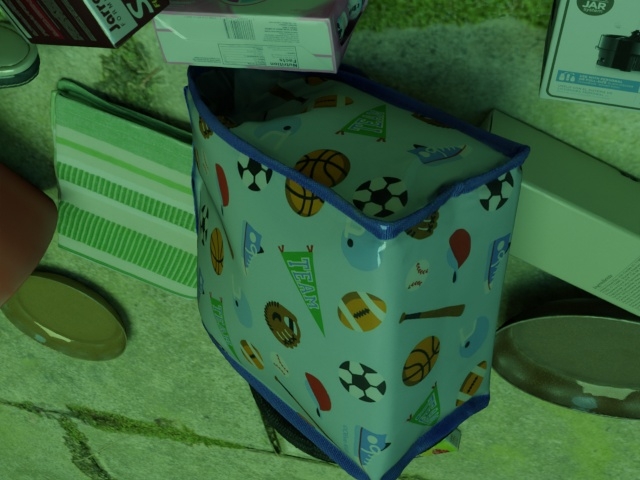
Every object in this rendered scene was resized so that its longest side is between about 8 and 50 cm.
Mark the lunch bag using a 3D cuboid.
[{"bbox_3d":[0.000,0.000,0.902,0.385,0.239,0.327,29,132,38],"label":"lunch bag"}]

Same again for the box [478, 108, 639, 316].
[{"bbox_3d":[0.275,-0.025,0.931,0.275,0.094,0.113,26,140,-8],"label":"box"}]

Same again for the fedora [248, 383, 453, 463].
[{"bbox_3d":[0.071,0.142,1.126,0.334,0.334,0.152,-4,166,27],"label":"fedora"}]

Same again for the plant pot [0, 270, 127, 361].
[{"bbox_3d":[-0.434,0.125,1.454,0.236,0.032,0.236,12,141,10],"label":"plant pot"}]

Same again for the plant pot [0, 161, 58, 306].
[{"bbox_3d":[-0.527,-0.036,1.105,0.275,0.275,0.243,-11,135,32],"label":"plant pot"}]

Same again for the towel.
[{"bbox_3d":[-0.247,-0.050,1.155,0.248,0.038,0.324,23,140,3],"label":"towel"}]

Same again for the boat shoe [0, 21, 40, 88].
[{"bbox_3d":[-0.431,-0.203,1.016,0.255,0.095,0.079,4,137,20],"label":"boat shoe"}]

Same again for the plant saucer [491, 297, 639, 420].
[{"bbox_3d":[0.371,0.152,1.101,0.311,0.050,0.310,14,151,8],"label":"plant saucer"}]

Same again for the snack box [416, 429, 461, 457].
[{"bbox_3d":[0.151,0.306,1.417,0.100,0.037,0.141,-23,125,39],"label":"snack box"}]

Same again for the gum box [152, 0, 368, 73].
[{"bbox_3d":[-0.054,-0.222,0.825,0.188,0.107,0.062,7,140,15],"label":"gum box"}]

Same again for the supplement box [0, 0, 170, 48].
[{"bbox_3d":[-0.254,-0.256,0.811,0.239,0.073,0.130,20,150,51],"label":"supplement box"}]

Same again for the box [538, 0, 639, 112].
[{"bbox_3d":[0.282,-0.239,0.681,0.169,0.087,0.290,12,140,10],"label":"box"}]
